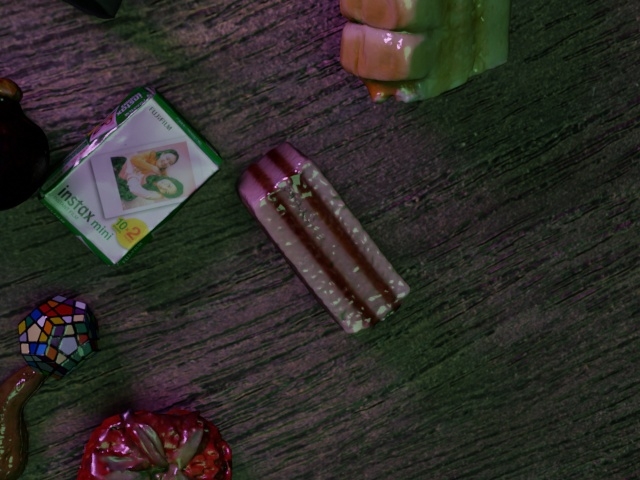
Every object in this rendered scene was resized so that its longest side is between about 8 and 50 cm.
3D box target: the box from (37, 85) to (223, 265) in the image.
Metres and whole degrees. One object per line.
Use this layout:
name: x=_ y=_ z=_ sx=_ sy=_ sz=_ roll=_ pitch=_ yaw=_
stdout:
box: x=-0.295 y=-0.100 z=1.475 sx=0.250 sy=0.103 sz=0.180 roll=-44 pitch=115 yaw=-1

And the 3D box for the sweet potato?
sweet potato: x=-0.502 y=0.290 z=1.560 sx=0.081 sy=0.062 sz=0.233 roll=11 pitch=101 yaw=-37

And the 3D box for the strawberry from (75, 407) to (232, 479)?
strawberry: x=-0.286 y=0.405 z=1.602 sx=0.261 sy=0.258 sz=0.261 roll=6 pitch=77 yaw=-25

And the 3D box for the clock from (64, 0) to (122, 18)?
clock: x=-0.394 y=-0.394 z=1.225 sx=0.325 sy=0.325 sz=0.067 roll=30 pitch=88 yaw=-25

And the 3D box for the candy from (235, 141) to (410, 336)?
candy: x=0.000 y=0.000 z=1.564 sx=0.135 sy=0.179 sz=0.320 roll=-40 pitch=116 yaw=-3

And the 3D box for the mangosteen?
mangosteen: x=-0.481 y=-0.153 z=1.356 sx=0.194 sy=0.194 sz=0.230 roll=3 pitch=89 yaw=-19

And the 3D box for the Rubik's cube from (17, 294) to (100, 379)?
Rubik's cube: x=-0.411 y=0.153 z=1.508 sx=0.112 sy=0.133 sz=0.133 roll=-12 pitch=112 yaw=-1

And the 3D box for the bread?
bread: x=0.144 y=-0.400 z=1.447 sx=0.300 sy=0.210 sz=0.341 roll=-34 pitch=133 yaw=-32
